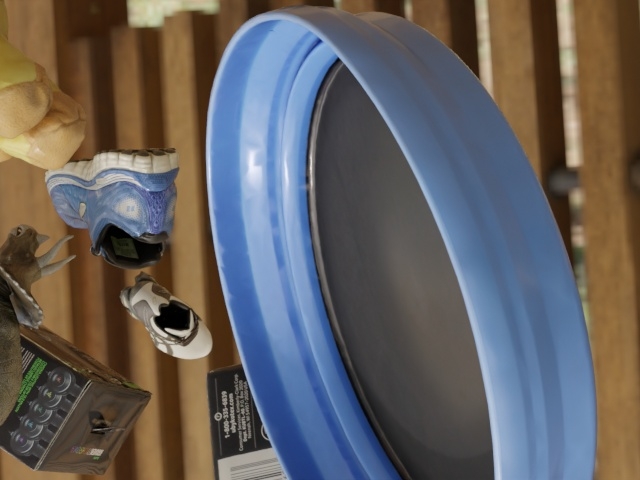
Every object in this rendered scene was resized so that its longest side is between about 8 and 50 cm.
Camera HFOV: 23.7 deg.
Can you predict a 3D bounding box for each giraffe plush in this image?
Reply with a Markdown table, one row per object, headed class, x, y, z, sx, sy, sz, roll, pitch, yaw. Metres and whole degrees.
| class | x | y | z | sx | sy | sz | roll | pitch | yaw |
| --- | --- | --- | --- | --- | --- | --- | --- | --- | --- |
| giraffe plush | -0.242 | -0.164 | 1.033 | 0.210 | 0.170 | 0.181 | 16 | 167 | 27 |

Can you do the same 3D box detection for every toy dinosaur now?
| class | x | y | z | sx | sy | sz | roll | pitch | yaw |
| --- | --- | --- | --- | --- | --- | --- | --- | --- | --- |
| toy dinosaur | -0.374 | 0.130 | 1.603 | 0.160 | 0.313 | 0.121 | 14 | -177 | -1 |

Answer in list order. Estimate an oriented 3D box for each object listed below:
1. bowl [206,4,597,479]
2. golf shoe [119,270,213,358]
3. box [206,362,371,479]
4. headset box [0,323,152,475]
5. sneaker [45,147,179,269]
| class | x | y | z | sx | sy | sz | roll | pitch | yaw |
| --- | --- | --- | --- | --- | --- | --- | --- | --- | --- |
| bowl | 0.038 | 0.044 | 0.946 | 0.077 | 0.391 | 0.391 | -15 | -176 | -22 |
| golf shoe | -0.208 | 0.128 | 2.201 | 0.094 | 0.077 | 0.198 | 30 | 170 | 44 |
| box | 0.027 | 0.204 | 1.233 | 0.143 | 0.165 | 0.270 | -13 | 153 | 16 |
| headset box | -0.375 | 0.178 | 1.920 | 0.283 | 0.131 | 0.246 | 31 | 177 | 16 |
| sneaker | -0.275 | -0.034 | 1.987 | 0.130 | 0.147 | 0.330 | -1 | 177 | -24 |
